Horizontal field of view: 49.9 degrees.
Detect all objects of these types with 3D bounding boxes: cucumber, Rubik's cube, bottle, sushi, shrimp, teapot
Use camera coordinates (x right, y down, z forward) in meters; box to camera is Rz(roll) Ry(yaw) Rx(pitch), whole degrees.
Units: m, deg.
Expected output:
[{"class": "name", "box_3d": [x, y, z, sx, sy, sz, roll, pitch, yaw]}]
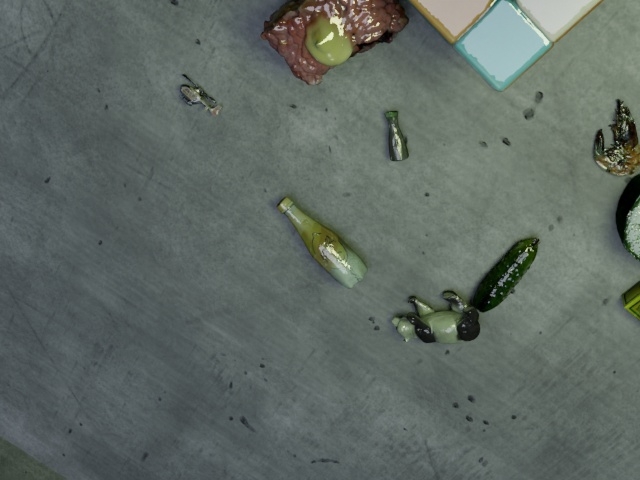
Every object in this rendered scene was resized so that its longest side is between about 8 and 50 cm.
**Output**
[{"class": "cucumber", "box_3d": [0.689, -0.047, 1.391, 0.191, 0.130, 0.191, 5, 112, 12]}, {"class": "Rubik's cube", "box_3d": [0.314, -0.512, 1.124, 0.346, 0.347, 0.344, 45, 120, -8]}, {"class": "bottle", "box_3d": [0.000, 0.000, 1.651, 0.270, 0.083, 0.083, 47, 120, -8]}, {"class": "sushi", "box_3d": [0.025, -0.420, 1.336, 0.270, 0.237, 0.171, -24, 116, 23]}, {"class": "cucumber", "box_3d": [0.426, 0.078, 1.571, 0.069, 0.069, 0.227, 32, 118, -1]}, {"class": "shrimp", "box_3d": [0.595, -0.201, 1.384, 0.091, 0.034, 0.161, -8, 115, 22]}, {"class": "teapot", "box_3d": [0.164, -0.230, 1.501, 0.042, 0.043, 0.111, -5, 113, 20]}]

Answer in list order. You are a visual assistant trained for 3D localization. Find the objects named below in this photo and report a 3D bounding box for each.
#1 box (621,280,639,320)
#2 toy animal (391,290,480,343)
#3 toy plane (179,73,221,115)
[{"class": "box", "box_3d": [0.791, 0.157, 1.498, 0.220, 0.064, 0.141, 40, 122, -4]}, {"class": "toy animal", "box_3d": [0.280, 0.197, 1.668, 0.225, 0.094, 0.121, -9, 123, 20]}, {"class": "toy plane", "box_3d": [-0.284, -0.331, 1.594, 0.120, 0.031, 0.049, 42, 113, -4]}]
